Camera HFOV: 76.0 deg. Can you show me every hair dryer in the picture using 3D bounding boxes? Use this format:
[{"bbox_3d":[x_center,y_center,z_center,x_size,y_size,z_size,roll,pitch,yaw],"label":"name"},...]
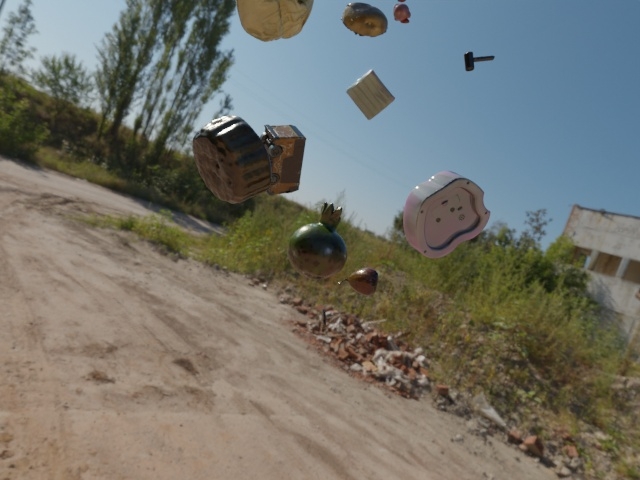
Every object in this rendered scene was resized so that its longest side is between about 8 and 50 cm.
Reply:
[{"bbox_3d":[0.444,-0.503,1.144,0.084,0.047,0.026,-7,2,-1],"label":"hair dryer"}]

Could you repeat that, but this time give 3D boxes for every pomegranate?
[{"bbox_3d":[-0.015,0.001,1.615,0.243,0.305,0.242,-2,6,0],"label":"pomegranate"}]

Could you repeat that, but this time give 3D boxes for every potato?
[{"bbox_3d":[0.210,-1.076,1.998,0.244,0.138,0.098,14,-30,6],"label":"potato"}]

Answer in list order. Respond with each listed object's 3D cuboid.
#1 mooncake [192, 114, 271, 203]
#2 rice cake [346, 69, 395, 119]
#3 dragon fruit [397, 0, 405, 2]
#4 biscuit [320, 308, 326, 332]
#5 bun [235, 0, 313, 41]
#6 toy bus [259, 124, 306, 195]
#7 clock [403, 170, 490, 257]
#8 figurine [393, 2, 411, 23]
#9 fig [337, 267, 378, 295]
[{"bbox_3d":[-0.305,-0.270,1.391,0.161,0.290,0.290,-34,36,-30],"label":"mooncake"},{"bbox_3d":[0.240,-0.695,1.967,0.198,0.037,0.189,34,-45,-29],"label":"rice cake"},{"bbox_3d":[0.226,-0.770,1.038,0.219,0.272,0.198,12,9,-12],"label":"dragon fruit"},{"bbox_3d":[0.012,0.308,1.574,0.016,0.092,0.082,6,-29,-5],"label":"biscuit"},{"bbox_3d":[-0.097,-0.588,0.971,0.145,0.229,0.229,20,1,16],"label":"bun"},{"bbox_3d":[-0.191,-0.396,2.026,0.194,0.323,0.161,-11,44,-25],"label":"toy bus"},{"bbox_3d":[0.484,-0.090,1.583,0.339,0.338,0.102,20,16,-26],"label":"clock"},{"bbox_3d":[0.351,-0.980,1.764,0.083,0.067,0.071,30,-32,23],"label":"figurine"},{"bbox_3d":[0.118,0.124,1.288,0.125,0.088,0.089,7,-1,12],"label":"fig"}]
